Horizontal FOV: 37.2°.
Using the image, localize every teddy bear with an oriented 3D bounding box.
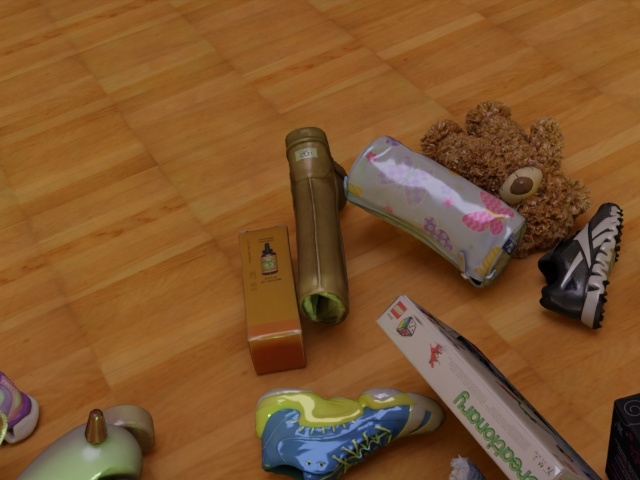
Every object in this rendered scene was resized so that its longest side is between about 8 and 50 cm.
[{"bbox_3d":[0.282,-0.121,1.514,0.245,0.113,0.338,-8,41,5],"label":"teddy bear"}]

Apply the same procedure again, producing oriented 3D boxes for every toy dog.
[{"bbox_3d":[-0.352,0.284,1.140,0.333,0.161,0.220,-27,44,-19],"label":"toy dog"}]

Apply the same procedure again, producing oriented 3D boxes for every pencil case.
[{"bbox_3d":[0.168,-0.044,1.401,0.273,0.113,0.124,35,85,19],"label":"pencil case"}]

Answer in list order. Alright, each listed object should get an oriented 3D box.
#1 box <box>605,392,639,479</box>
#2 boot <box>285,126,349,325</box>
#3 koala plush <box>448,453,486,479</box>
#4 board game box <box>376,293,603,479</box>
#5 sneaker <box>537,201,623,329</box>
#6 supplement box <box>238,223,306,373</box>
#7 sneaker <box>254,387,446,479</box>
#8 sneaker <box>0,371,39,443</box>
[{"bbox_3d":[0.432,0.283,1.007,0.163,0.142,0.247,-13,43,-6],"label":"box"},{"bbox_3d":[0.000,0.000,1.416,0.089,0.236,0.270,-12,64,11],"label":"boot"},{"bbox_3d":[0.185,0.331,0.967,0.196,0.203,0.221,35,27,5],"label":"koala plush"},{"bbox_3d":[0.207,0.200,1.108,0.053,0.193,0.305,-48,45,7],"label":"board game box"},{"bbox_3d":[0.369,0.022,1.359,0.106,0.078,0.234,12,48,19],"label":"sneaker"},{"bbox_3d":[-0.071,0.080,1.381,0.078,0.080,0.233,-9,43,0],"label":"supplement box"},{"bbox_3d":[0.034,0.252,1.178,0.240,0.091,0.126,-1,60,9],"label":"sneaker"},{"bbox_3d":[-0.506,0.230,1.275,0.236,0.105,0.095,-14,43,-3],"label":"sneaker"}]
